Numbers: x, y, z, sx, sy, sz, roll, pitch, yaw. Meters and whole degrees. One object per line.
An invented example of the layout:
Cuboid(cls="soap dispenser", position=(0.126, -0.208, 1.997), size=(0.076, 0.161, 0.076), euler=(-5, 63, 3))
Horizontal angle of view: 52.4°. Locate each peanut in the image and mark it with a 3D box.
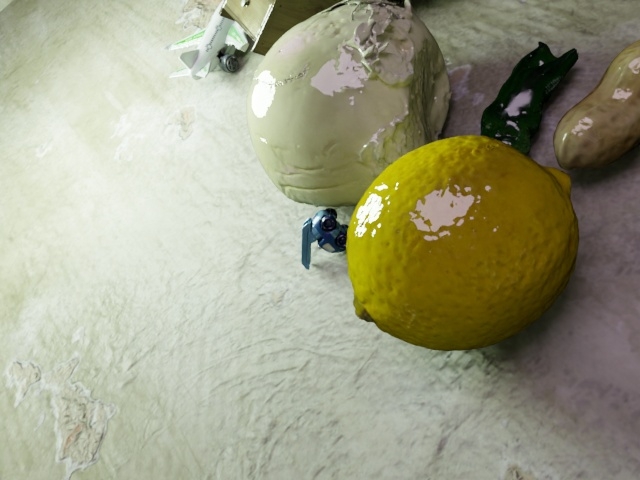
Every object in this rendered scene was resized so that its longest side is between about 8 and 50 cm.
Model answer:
Cuboid(cls="peanut", position=(0.395, -0.179, 0.841), size=(0.236, 0.120, 0.110), euler=(-38, 85, -5))

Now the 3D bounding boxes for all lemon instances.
Cuboid(cls="lemon", position=(0.163, 0.004, 0.769), size=(0.268, 0.267, 0.267), euler=(-16, 52, 21))

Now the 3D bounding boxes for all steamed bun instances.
Cuboid(cls="steamed bun", position=(0.025, -0.225, 1.009), size=(0.312, 0.233, 0.333), euler=(-8, 46, 25))

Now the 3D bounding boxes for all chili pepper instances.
Cuboid(cls="chili pepper", position=(0.303, -0.214, 0.963), size=(0.098, 0.061, 0.224), euler=(12, 67, 44))

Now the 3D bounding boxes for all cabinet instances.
Cuboid(cls="cabinet", position=(-0.070, -0.476, 1.250), size=(0.174, 0.148, 0.215), euler=(54, 125, 38))

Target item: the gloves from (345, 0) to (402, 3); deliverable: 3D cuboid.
Cuboid(cls="gloves", position=(0.168, -0.531, 1.219), size=(0.313, 0.135, 0.210), euler=(-18, 48, 20))

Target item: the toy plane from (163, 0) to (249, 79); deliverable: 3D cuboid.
Cuboid(cls="toy plane", position=(-0.219, -0.439, 1.417), size=(0.251, 0.101, 0.255), euler=(13, 62, 37))

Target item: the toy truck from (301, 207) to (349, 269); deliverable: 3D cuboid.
Cuboid(cls="toy truck", position=(0.000, 0.000, 0.993), size=(0.090, 0.073, 0.056), euler=(-39, 12, 15))
